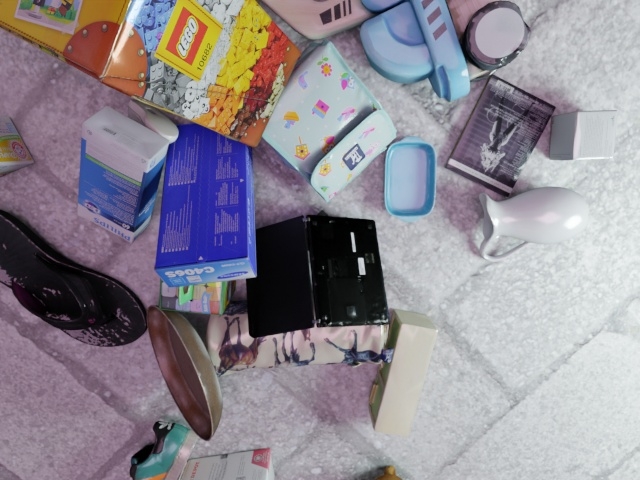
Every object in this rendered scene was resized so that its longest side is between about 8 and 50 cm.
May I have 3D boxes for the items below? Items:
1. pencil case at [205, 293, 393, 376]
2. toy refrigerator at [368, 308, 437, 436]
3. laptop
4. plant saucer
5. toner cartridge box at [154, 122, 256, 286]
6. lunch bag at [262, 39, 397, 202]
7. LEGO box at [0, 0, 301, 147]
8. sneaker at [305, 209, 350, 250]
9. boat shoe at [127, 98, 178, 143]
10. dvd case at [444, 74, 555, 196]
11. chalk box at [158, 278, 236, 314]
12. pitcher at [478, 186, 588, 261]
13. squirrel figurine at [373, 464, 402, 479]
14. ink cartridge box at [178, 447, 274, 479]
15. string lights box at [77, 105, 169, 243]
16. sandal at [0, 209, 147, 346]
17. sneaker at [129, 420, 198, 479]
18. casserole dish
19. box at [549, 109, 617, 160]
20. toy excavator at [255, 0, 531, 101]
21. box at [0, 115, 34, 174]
[{"bbox_3d":[-0.051,0.214,0.997,0.410,0.160,0.183,-4,95,-1],"label":"pencil case"},{"bbox_3d":[0.186,0.308,1.051,0.094,0.102,0.269,11,101,-4],"label":"toy refrigerator"},{"bbox_3d":[-0.012,0.077,0.947,0.264,0.136,0.234,2,71,-26],"label":"laptop"},{"bbox_3d":[-0.291,0.277,0.966,0.050,0.310,0.311,-22,103,-35],"label":"plant saucer"},{"bbox_3d":[-0.216,-0.086,0.870,0.165,0.075,0.348,-7,58,1],"label":"toner cartridge box"},{"bbox_3d":[0.009,-0.231,0.918,0.223,0.160,0.262,-45,116,3],"label":"lunch bag"},{"bbox_3d":[-0.337,-0.363,0.692,0.500,0.372,0.193,29,99,16],"label":"LEGO box"},{"bbox_3d":[0.000,0.000,1.012,0.089,0.051,0.170,40,94,-4],"label":"sneaker"},{"bbox_3d":[-0.352,-0.230,0.913,0.184,0.066,0.063,39,114,31],"label":"boat shoe"},{"bbox_3d":[0.400,-0.230,0.996,0.164,0.018,0.221,24,99,-7],"label":"dvd case"},{"bbox_3d":[-0.254,0.072,0.936,0.132,0.213,0.132,7,102,-4],"label":"chalk box"},{"bbox_3d":[0.463,-0.031,0.995,0.207,0.125,0.178,-4,125,6],"label":"pitcher"},{"bbox_3d":[0.201,0.761,1.090,0.397,0.281,0.370,8,90,-17],"label":"squirrel figurine"},{"bbox_3d":[-0.227,0.597,1.066,0.218,0.158,0.092,-6,101,0],"label":"ink cartridge box"},{"bbox_3d":[-0.404,-0.121,0.897,0.133,0.077,0.260,29,135,-7],"label":"string lights box"},{"bbox_3d":[-0.598,0.108,0.981,0.446,0.107,0.167,37,97,-13],"label":"sandal"},{"bbox_3d":[-0.418,0.576,1.089,0.121,0.108,0.302,29,91,-6],"label":"sneaker"},{"bbox_3d":[0.198,-0.136,0.999,0.114,0.037,0.188,-1,100,-1],"label":"casserole dish"},{"bbox_3d":[0.561,-0.224,0.958,0.087,0.101,0.102,-1,101,-1],"label":"box"},{"bbox_3d":[0.104,-0.443,0.866,0.445,0.222,0.433,-22,99,11],"label":"toy excavator"},{"bbox_3d":[-0.696,-0.181,0.882,0.103,0.203,0.114,-23,102,3],"label":"box"}]
